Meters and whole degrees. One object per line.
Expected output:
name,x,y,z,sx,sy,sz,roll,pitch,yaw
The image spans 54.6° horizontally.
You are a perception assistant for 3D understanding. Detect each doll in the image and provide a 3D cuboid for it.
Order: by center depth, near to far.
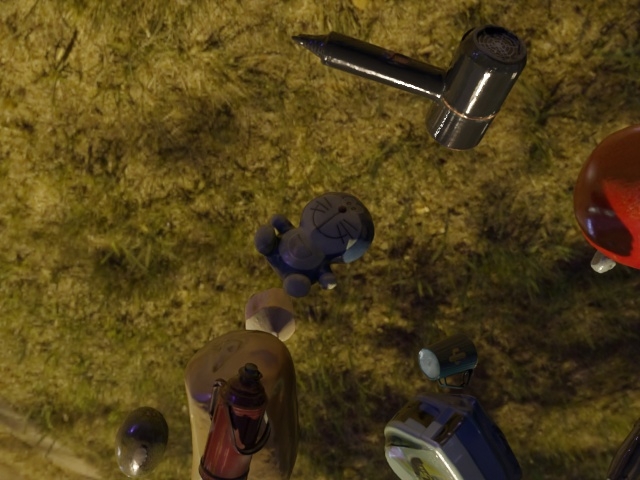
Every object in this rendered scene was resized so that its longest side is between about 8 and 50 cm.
doll,0.000,0.000,1.391,0.258,0.228,0.154,-39,153,-2

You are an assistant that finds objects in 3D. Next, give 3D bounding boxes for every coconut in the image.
coconut,-0.140,0.220,1.749,0.147,0.152,0.147,-3,125,-5

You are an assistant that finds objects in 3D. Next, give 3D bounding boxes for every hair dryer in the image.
hair dryer,0.124,-0.278,0.969,0.352,0.107,0.189,18,145,-2

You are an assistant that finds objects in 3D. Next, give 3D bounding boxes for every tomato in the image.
tomato,0.721,-0.092,1.330,0.290,0.293,0.325,-47,134,-15

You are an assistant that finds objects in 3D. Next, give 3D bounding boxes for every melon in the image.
melon,-0.353,0.400,1.219,0.099,0.099,0.162,8,116,-23

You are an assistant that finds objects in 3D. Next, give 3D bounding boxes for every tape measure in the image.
tape measure,0.261,0.452,1.315,0.262,0.138,0.259,-5,122,54

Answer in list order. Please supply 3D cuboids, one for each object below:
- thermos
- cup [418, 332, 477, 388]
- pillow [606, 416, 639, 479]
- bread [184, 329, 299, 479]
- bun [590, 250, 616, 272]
thermos,-0.155,0.324,1.121,0.099,0.124,0.232,-11,121,-55
cup,0.419,0.404,2.026,0.155,0.176,0.131,-10,170,-29
pillow,0.574,0.348,1.083,0.212,0.052,0.208,37,83,-47
bread,-0.176,0.404,1.425,0.253,0.348,0.376,-4,100,-3
bun,0.757,0.048,1.642,0.045,0.083,0.083,33,130,-2
